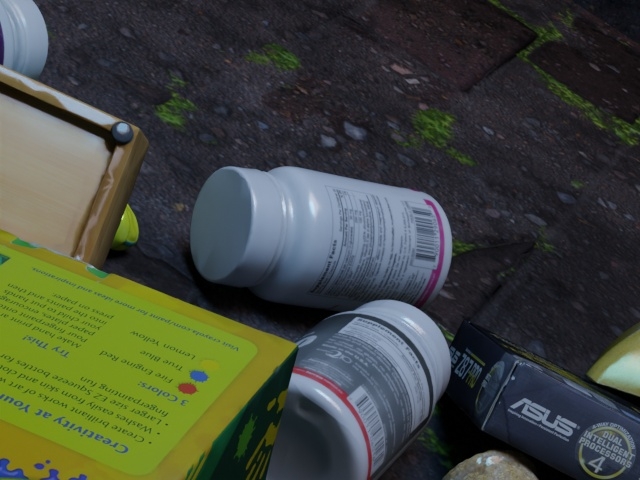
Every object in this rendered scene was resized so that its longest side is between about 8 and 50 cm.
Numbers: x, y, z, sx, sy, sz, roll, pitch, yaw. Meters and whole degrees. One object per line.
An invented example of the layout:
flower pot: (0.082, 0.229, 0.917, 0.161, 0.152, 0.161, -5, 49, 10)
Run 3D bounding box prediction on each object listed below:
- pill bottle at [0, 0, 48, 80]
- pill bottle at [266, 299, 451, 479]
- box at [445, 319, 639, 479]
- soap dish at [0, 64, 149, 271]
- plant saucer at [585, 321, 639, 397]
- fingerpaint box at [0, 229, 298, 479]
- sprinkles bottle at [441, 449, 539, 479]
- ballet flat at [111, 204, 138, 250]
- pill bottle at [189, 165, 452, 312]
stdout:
pill bottle: (-0.452, -0.215, 1.912, 0.169, 0.169, 0.301, 42, 30, 22)
pill bottle: (0.022, 0.166, 1.745, 0.161, 0.161, 0.283, 36, 27, 11)
box: (0.335, 0.231, 1.904, 0.395, 0.097, 0.318, 28, 4, -6)
soap dish: (-0.334, -0.068, 1.730, 0.290, 0.118, 0.229, 24, 67, -14)
plant saucer: (0.508, 0.171, 2.116, 0.332, 0.081, 0.333, 19, 6, 12)
fingerpaint box: (-0.298, 0.147, 1.329, 0.444, 0.163, 0.371, 20, 29, 13)
sprinkles bottle: (0.223, 0.364, 1.654, 0.121, 0.121, 0.355, 13, 31, -31)
ballet flat: (-0.279, -0.071, 1.962, 0.231, 0.077, 0.077, 51, 12, 30)
pill bottle: (0.000, 0.000, 2.006, 0.283, 0.160, 0.160, 10, 33, -35)
